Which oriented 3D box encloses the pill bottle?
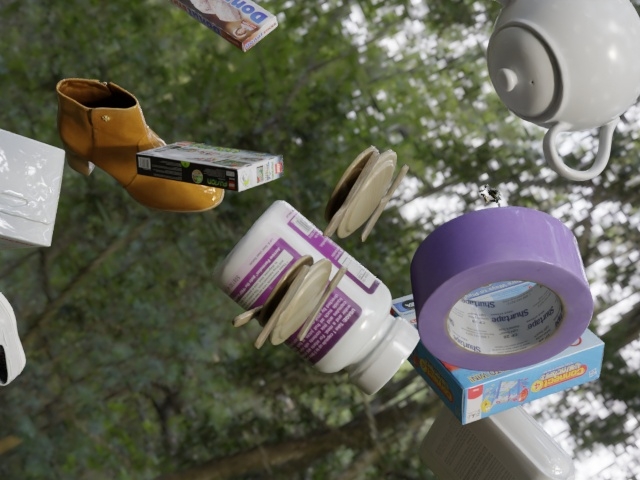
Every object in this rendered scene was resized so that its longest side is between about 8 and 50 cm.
[{"bbox_3d":[-0.001,0.093,1.736,0.301,0.169,0.169,41,-15,-1],"label":"pill bottle"}]

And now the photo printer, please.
[{"bbox_3d":[0.356,0.446,2.285,0.307,0.107,0.256,46,-46,27],"label":"photo printer"}]

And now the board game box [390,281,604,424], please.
[{"bbox_3d":[0.327,0.189,2.201,0.302,0.308,0.086,-130,-148,-50],"label":"board game box"}]

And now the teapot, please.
[{"bbox_3d":[0.332,-0.253,1.653,0.256,0.187,0.252,39,-36,36],"label":"teapot"}]

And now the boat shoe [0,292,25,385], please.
[{"bbox_3d":[-0.550,0.161,1.922,0.063,0.066,0.184,-72,160,-58],"label":"boat shoe"}]

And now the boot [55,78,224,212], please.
[{"bbox_3d":[-0.296,-0.157,1.889,0.295,0.104,0.211,17,-32,1],"label":"boot"}]

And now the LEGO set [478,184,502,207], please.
[{"bbox_3d":[0.350,-0.096,2.325,0.054,0.023,0.083,60,-11,-25],"label":"LEGO set"}]

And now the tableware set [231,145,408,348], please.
[{"bbox_3d":[0.000,0.000,0.976,0.039,0.194,0.128,33,7,15],"label":"tableware set"}]

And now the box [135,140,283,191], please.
[{"bbox_3d":[-0.173,-0.118,1.785,0.207,0.114,0.036,11,-70,34],"label":"box"}]

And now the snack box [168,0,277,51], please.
[{"bbox_3d":[-0.143,-0.324,1.585,0.178,0.064,0.022,37,-23,29],"label":"snack box"}]

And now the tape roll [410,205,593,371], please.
[{"bbox_3d":[0.194,0.055,1.244,0.189,0.189,0.080,78,6,-47],"label":"tape roll"}]

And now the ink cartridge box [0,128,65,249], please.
[{"bbox_3d":[-0.421,-0.060,1.410,0.176,0.128,0.127,-3,-104,43],"label":"ink cartridge box"}]
